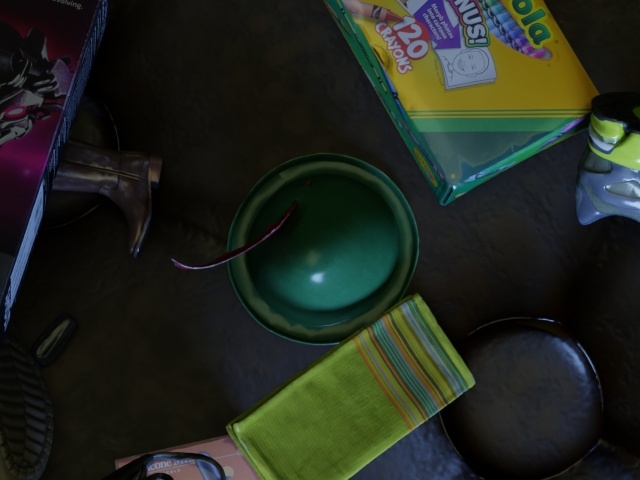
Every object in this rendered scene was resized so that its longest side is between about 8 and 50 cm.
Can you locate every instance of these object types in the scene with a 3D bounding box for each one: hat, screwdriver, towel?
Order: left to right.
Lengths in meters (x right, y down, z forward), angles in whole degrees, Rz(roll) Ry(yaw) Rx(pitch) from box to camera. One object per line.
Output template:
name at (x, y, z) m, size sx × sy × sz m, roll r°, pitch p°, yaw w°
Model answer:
screwdriver at (-0.273, 0.136, 1.733) m, size 0.025 × 0.024 × 0.170 m, roll 28°, pitch 78°, yaw 32°
hat at (0.000, 0.000, 1.693) m, size 0.173 × 0.183 × 0.208 m, roll 35°, pitch 78°, yaw 4°
towel at (0.031, 0.141, 1.699) m, size 0.237 × 0.021 × 0.102 m, roll -33°, pitch 85°, yaw -34°

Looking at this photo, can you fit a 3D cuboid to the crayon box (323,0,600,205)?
crayon box at (0.119, -0.194, 1.793) m, size 0.165 × 0.081 × 0.278 m, roll -29°, pitch 81°, yaw -8°

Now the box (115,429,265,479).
box at (-0.099, 0.263, 1.680) m, size 0.130 × 0.091 × 0.171 m, roll -12°, pitch 79°, yaw -6°

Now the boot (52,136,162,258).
boot at (-0.208, -0.041, 1.765) m, size 0.114 × 0.037 × 0.106 m, roll 11°, pitch 65°, yaw -4°

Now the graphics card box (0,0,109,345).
graphics card box at (-0.338, -0.102, 1.686) m, size 0.232 × 0.094 × 0.371 m, roll 15°, pitch 60°, yaw -2°

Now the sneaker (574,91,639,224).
sneaker at (0.363, -0.044, 1.772) m, size 0.300 × 0.111 × 0.121 m, roll 16°, pitch 121°, yaw -13°

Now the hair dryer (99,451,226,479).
hair dryer at (-0.225, 0.265, 1.565) m, size 0.293 × 0.223 × 0.080 m, roll -5°, pitch 113°, yaw 6°

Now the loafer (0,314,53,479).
loafer at (-0.311, 0.105, 1.697) m, size 0.092 × 0.102 × 0.269 m, roll -29°, pitch 62°, yaw 19°
